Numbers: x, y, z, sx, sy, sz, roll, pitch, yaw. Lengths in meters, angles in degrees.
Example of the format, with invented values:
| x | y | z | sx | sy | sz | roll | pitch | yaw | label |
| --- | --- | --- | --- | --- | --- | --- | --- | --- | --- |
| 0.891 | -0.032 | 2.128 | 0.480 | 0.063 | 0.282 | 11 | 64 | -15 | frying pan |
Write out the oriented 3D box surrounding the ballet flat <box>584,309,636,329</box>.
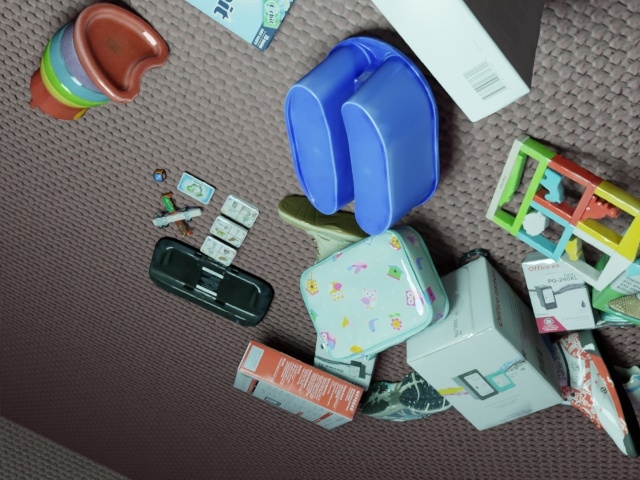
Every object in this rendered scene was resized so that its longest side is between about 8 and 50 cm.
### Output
| x | y | z | sx | sy | sz | roll | pitch | yaw | label |
| --- | --- | --- | --- | --- | --- | --- | --- | --- | --- |
| 0.555 | 0.144 | 1.395 | 0.203 | 0.074 | 0.074 | -2 | 131 | 28 | ballet flat |

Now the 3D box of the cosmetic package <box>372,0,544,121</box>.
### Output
| x | y | z | sx | sy | sz | roll | pitch | yaw | label |
| --- | --- | --- | --- | --- | --- | --- | --- | --- | --- |
| 0.142 | -0.380 | 0.897 | 0.097 | 0.284 | 0.377 | -26 | 118 | 41 | cosmetic package |

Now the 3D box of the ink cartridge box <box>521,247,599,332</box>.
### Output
| x | y | z | sx | sy | sz | roll | pitch | yaw | label |
| --- | --- | --- | --- | --- | --- | --- | --- | --- | --- |
| 0.462 | 0.093 | 1.347 | 0.109 | 0.063 | 0.150 | -12 | 101 | 31 | ink cartridge box |

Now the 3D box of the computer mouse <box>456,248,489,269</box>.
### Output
| x | y | z | sx | sy | sz | roll | pitch | yaw | label |
| --- | --- | --- | --- | --- | --- | --- | --- | --- | --- |
| 0.302 | 0.106 | 1.491 | 0.071 | 0.041 | 0.242 | 19 | 137 | 7 | computer mouse |

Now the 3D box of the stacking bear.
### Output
| x | y | z | sx | sy | sz | roll | pitch | yaw | label |
| --- | --- | --- | --- | --- | --- | --- | --- | --- | --- |
| -0.453 | -0.316 | 1.325 | 0.289 | 0.175 | 0.164 | -16 | 127 | 44 | stacking bear |

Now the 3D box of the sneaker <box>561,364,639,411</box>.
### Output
| x | y | z | sx | sy | sz | roll | pitch | yaw | label |
| --- | --- | --- | --- | --- | --- | --- | --- | --- | --- |
| 0.595 | 0.311 | 1.545 | 0.229 | 0.087 | 0.092 | -1 | 115 | 24 | sneaker |

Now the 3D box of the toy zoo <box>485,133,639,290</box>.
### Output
| x | y | z | sx | sy | sz | roll | pitch | yaw | label |
| --- | --- | --- | --- | --- | --- | --- | --- | --- | --- |
| 0.438 | -0.035 | 1.207 | 0.293 | 0.030 | 0.192 | 37 | 143 | 25 | toy zoo |

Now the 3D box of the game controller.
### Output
| x | y | z | sx | sy | sz | roll | pitch | yaw | label |
| --- | --- | --- | --- | --- | --- | --- | --- | --- | --- |
| -0.275 | 0.105 | 1.741 | 0.319 | 0.067 | 0.166 | 25 | 123 | -2 | game controller |

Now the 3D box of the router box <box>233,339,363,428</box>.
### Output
| x | y | z | sx | sy | sz | roll | pitch | yaw | label |
| --- | --- | --- | --- | --- | --- | --- | --- | --- | --- |
| -0.071 | 0.385 | 1.817 | 0.301 | 0.082 | 0.335 | 24 | 159 | -1 | router box |

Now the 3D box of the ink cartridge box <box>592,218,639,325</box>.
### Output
| x | y | z | sx | sy | sz | roll | pitch | yaw | label |
| --- | --- | --- | --- | --- | --- | --- | --- | --- | --- |
| 0.638 | 0.036 | 1.215 | 0.201 | 0.117 | 0.278 | 22 | 138 | 2 | ink cartridge box |

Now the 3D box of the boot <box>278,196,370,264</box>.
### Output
| x | y | z | sx | sy | sz | roll | pitch | yaw | label |
| --- | --- | --- | --- | --- | --- | --- | --- | --- | --- |
| 0.000 | 0.000 | 1.491 | 0.213 | 0.077 | 0.165 | 18 | 139 | 0 | boot |

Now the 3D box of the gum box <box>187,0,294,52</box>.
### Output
| x | y | z | sx | sy | sz | roll | pitch | yaw | label |
| --- | --- | --- | --- | --- | --- | --- | --- | --- | --- |
| -0.133 | -0.425 | 1.151 | 0.184 | 0.041 | 0.157 | 32 | 137 | -8 | gum box |

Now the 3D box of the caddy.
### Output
| x | y | z | sx | sy | sz | roll | pitch | yaw | label |
| --- | --- | --- | --- | --- | --- | --- | --- | --- | --- |
| 0.083 | -0.179 | 1.209 | 0.241 | 0.179 | 0.341 | 27 | 144 | 33 | caddy |

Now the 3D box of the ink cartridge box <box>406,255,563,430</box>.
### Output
| x | y | z | sx | sy | sz | roll | pitch | yaw | label |
| --- | --- | --- | --- | --- | --- | --- | --- | --- | --- |
| 0.331 | 0.214 | 1.432 | 0.197 | 0.198 | 0.270 | -30 | 121 | 28 | ink cartridge box |

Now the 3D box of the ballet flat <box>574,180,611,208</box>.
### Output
| x | y | z | sx | sy | sz | roll | pitch | yaw | label |
| --- | --- | --- | --- | --- | --- | --- | --- | --- | --- |
| 0.482 | -0.058 | 1.249 | 0.041 | 0.041 | 0.114 | 22 | 138 | 2 | ballet flat |

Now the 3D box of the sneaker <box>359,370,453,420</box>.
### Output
| x | y | z | sx | sy | sz | roll | pitch | yaw | label |
| --- | --- | --- | --- | --- | --- | --- | --- | --- | --- |
| 0.245 | 0.406 | 1.791 | 0.283 | 0.110 | 0.122 | -15 | 143 | 38 | sneaker |

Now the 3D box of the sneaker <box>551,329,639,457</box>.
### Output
| x | y | z | sx | sy | sz | roll | pitch | yaw | label |
| --- | --- | --- | --- | --- | --- | --- | --- | --- | --- |
| 0.558 | 0.331 | 1.467 | 0.145 | 0.270 | 0.090 | -28 | 162 | 32 | sneaker |

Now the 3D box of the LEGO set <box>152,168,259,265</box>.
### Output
| x | y | z | sx | sy | sz | roll | pitch | yaw | label |
| --- | --- | --- | --- | --- | --- | --- | --- | --- | --- |
| -0.276 | -0.069 | 1.584 | 0.244 | 0.060 | 0.182 | 28 | 125 | -7 | LEGO set |

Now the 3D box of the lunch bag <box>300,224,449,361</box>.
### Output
| x | y | z | sx | sy | sz | roll | pitch | yaw | label |
| --- | --- | --- | --- | --- | --- | --- | --- | --- | --- |
| 0.102 | 0.113 | 1.380 | 0.279 | 0.108 | 0.224 | -29 | 82 | 36 | lunch bag |

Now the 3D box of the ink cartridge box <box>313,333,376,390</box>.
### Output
| x | y | z | sx | sy | sz | roll | pitch | yaw | label |
| --- | --- | --- | --- | --- | --- | --- | --- | --- | --- |
| 0.069 | 0.265 | 1.717 | 0.153 | 0.087 | 0.208 | 16 | 138 | 10 | ink cartridge box |

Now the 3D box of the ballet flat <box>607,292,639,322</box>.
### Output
| x | y | z | sx | sy | sz | roll | pitch | yaw | label |
| --- | --- | --- | --- | --- | --- | --- | --- | --- | --- |
| 0.601 | 0.120 | 1.193 | 0.206 | 0.073 | 0.067 | 17 | 111 | 4 | ballet flat |
